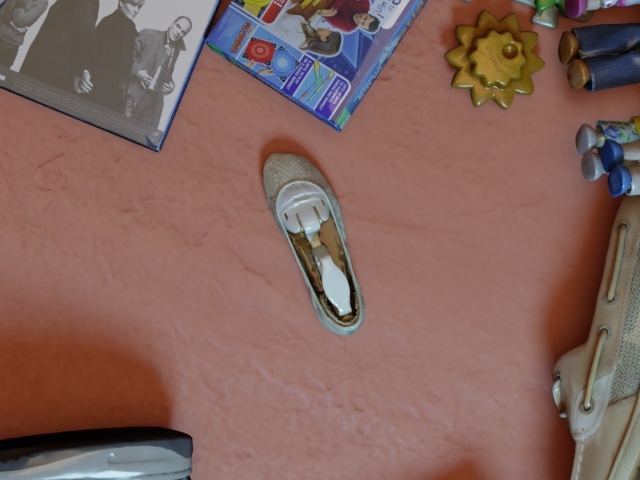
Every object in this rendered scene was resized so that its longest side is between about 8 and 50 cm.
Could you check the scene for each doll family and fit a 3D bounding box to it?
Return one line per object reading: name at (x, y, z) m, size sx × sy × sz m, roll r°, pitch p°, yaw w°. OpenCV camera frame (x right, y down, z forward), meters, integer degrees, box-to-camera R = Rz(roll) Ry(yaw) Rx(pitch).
doll family at (0.293, -0.135, 1.399) m, size 0.163 × 0.118 × 0.263 m, roll -7°, pitch 75°, yaw -10°

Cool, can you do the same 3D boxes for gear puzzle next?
gear puzzle at (0.177, -0.278, 1.412) m, size 0.175 × 0.044 × 0.339 m, roll 17°, pitch 90°, yaw -5°

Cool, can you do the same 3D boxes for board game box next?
board game box at (0.015, -0.212, 1.391) m, size 0.136 × 0.035 × 0.201 m, roll 34°, pitch 89°, yaw 9°

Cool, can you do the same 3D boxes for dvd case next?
dvd case at (-0.174, -0.218, 1.395) m, size 0.179 × 0.029 × 0.239 m, roll 22°, pitch 89°, yaw -4°

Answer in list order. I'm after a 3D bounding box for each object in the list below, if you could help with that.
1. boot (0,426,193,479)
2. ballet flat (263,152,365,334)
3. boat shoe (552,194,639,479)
boot at (-0.275, 0.310, 1.341) m, size 0.377 × 0.138 × 0.284 m, roll -7°, pitch 92°, yaw -15°
ballet flat at (0.000, 0.000, 1.400) m, size 0.057 × 0.052 × 0.168 m, roll -24°, pitch 92°, yaw -3°
boat shoe at (0.259, 0.127, 1.403) m, size 0.110 × 0.121 × 0.341 m, roll 16°, pitch 85°, yaw 33°
